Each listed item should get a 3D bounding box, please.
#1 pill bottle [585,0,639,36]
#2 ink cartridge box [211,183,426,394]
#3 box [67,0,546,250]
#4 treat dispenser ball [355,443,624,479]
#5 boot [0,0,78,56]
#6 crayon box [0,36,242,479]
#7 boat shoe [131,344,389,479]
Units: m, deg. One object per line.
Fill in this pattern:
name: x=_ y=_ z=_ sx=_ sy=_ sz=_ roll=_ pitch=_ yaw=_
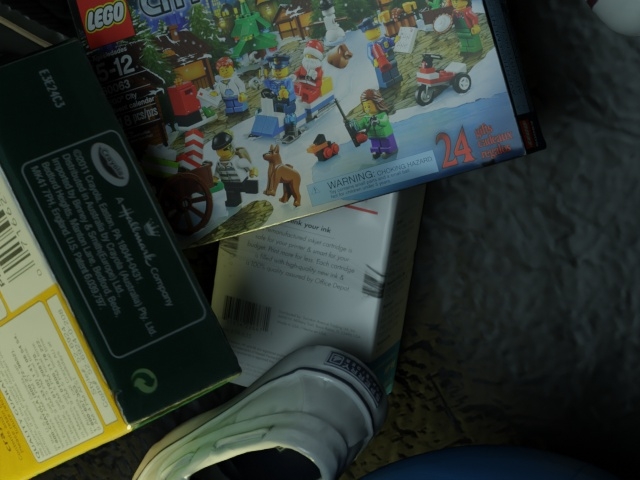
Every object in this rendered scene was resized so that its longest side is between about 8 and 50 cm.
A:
pill bottle: x=0.164 y=-0.182 z=0.979 sx=0.121 sy=0.121 sz=0.221 roll=-40 pitch=85 yaw=25
ink cartridge box: x=0.000 y=0.000 z=1.121 sx=0.104 sy=0.060 sz=0.180 roll=15 pitch=107 yaw=19
box: x=-0.011 y=-0.094 z=1.048 sx=0.233 sy=0.044 sz=0.159 roll=-16 pitch=92 yaw=23
treat dispenser ball: x=0.089 y=0.252 z=1.016 sx=0.288 sy=0.288 sz=0.288 roll=5 pitch=104 yaw=21
boot: x=-0.217 y=-0.108 z=1.188 sx=0.198 sy=0.077 sz=0.137 roll=28 pitch=116 yaw=28
crayon box: x=-0.189 y=0.036 z=1.138 sx=0.323 sy=0.083 sz=0.203 roll=-29 pitch=87 yaw=56
boat shoe: x=-0.059 y=0.150 z=1.127 sx=0.095 sy=0.084 sz=0.258 roll=37 pitch=135 yaw=-3
